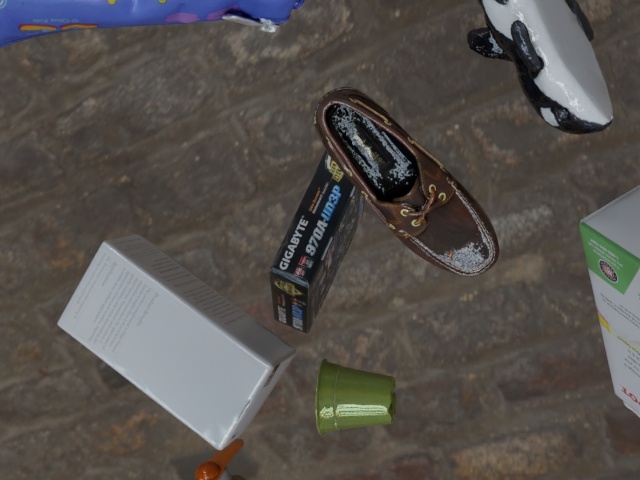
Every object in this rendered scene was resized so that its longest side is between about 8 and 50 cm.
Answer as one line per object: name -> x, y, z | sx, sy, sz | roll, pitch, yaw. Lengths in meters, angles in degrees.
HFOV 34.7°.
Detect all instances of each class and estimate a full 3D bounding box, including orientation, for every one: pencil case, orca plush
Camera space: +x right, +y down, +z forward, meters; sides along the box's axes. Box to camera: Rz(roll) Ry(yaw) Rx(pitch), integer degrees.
pencil case -> -0.150, -0.209, 0.746 | 0.306, 0.119, 0.133 | -6, 99, -6
orca plush -> 0.172, -0.217, 1.003 | 0.102, 0.151, 0.287 | -27, 113, 40

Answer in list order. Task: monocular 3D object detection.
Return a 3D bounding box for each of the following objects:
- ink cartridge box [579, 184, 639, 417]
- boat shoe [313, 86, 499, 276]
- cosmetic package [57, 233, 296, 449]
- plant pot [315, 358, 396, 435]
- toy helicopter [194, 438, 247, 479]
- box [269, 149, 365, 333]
ink cartridge box -> 0.404, 0.100, 1.101 | 0.117, 0.201, 0.278 | -30, 126, -11
boat shoe -> 0.072, -0.044, 0.865 | 0.207, 0.073, 0.073 | 43, 98, -4
cosmetic package -> -0.154, 0.104, 1.099 | 0.231, 0.085, 0.117 | 36, 106, 10
plant pot -> 0.041, 0.172, 1.111 | 0.079, 0.083, 0.083 | 1, 120, 10
toy helicopter -> -0.152, 0.448, 1.582 | 0.140, 0.355, 0.235 | -18, 86, 11
box -> 0.000, 0.000, 1.194 | 0.051, 0.175, 0.220 | 23, 163, 7
